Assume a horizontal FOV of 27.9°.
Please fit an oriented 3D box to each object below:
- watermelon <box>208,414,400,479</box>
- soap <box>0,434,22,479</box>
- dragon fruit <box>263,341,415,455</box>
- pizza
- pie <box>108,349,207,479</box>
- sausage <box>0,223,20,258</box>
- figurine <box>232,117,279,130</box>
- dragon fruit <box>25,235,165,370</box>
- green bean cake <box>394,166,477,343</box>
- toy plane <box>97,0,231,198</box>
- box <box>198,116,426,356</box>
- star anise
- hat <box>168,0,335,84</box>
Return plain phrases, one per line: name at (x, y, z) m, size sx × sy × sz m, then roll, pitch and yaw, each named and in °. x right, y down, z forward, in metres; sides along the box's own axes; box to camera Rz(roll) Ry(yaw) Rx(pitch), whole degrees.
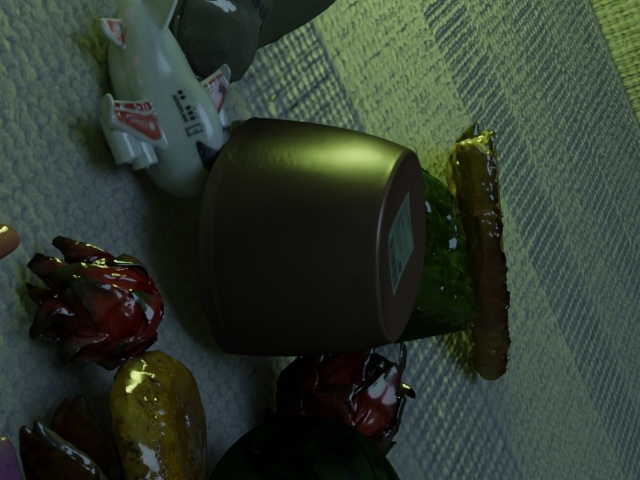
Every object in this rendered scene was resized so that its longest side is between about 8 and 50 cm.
watermelon at (-0.017, 0.316, 1.434) m, size 0.242 × 0.242 × 0.242 m, roll 34°, pitch 48°, yaw -48°
soap at (-0.355, 0.267, 1.056) m, size 0.259 × 0.081 × 0.181 m, roll 2°, pitch 74°, yaw -59°
dragon fruit at (0.022, 0.218, 1.621) m, size 0.182 × 0.182 × 0.189 m, roll 57°, pitch 42°, yaw -27°
pizza at (0.257, -0.030, 2.098) m, size 0.392 × 0.080 × 0.435 m, roll 76°, pitch 6°, yaw -66°
pie at (-0.155, 0.240, 1.320) m, size 0.273 × 0.069 × 0.273 m, roll -10°, pitch 90°, yaw -85°
sausage at (-0.331, 0.009, 1.272) m, size 0.083 × 0.034 × 0.034 m, roll -40°, pitch 111°, yaw -57°
figurine at (-0.087, -0.141, 1.750) m, size 0.083 × 0.047 × 0.051 m, roll -12°, pitch 96°, yaw -56°
dragon fruit at (-0.232, 0.068, 1.340) m, size 0.142 × 0.130 × 0.121 m, roll 23°, pitch 89°, yaw -55°
green bean cake at (0.110, 0.012, 1.889) m, size 0.247 × 0.156 × 0.250 m, roll 23°, pitch 56°, yaw -55°
toy plane at (-0.184, -0.171, 1.529) m, size 0.252 × 0.118 × 0.252 m, roll 29°, pitch 55°, yaw -51°
box at (0.000, 0.000, 1.568) m, size 0.301 × 0.216 × 0.301 m, roll 5°, pitch 90°, yaw -71°
star anise at (-0.223, 0.284, 1.225) m, size 0.288 × 0.088 × 0.288 m, roll -10°, pitch 90°, yaw -89°
hat at (-0.082, -0.315, 1.672) m, size 0.149 × 0.244 × 0.214 m, roll -94°, pitch 158°, yaw -45°
